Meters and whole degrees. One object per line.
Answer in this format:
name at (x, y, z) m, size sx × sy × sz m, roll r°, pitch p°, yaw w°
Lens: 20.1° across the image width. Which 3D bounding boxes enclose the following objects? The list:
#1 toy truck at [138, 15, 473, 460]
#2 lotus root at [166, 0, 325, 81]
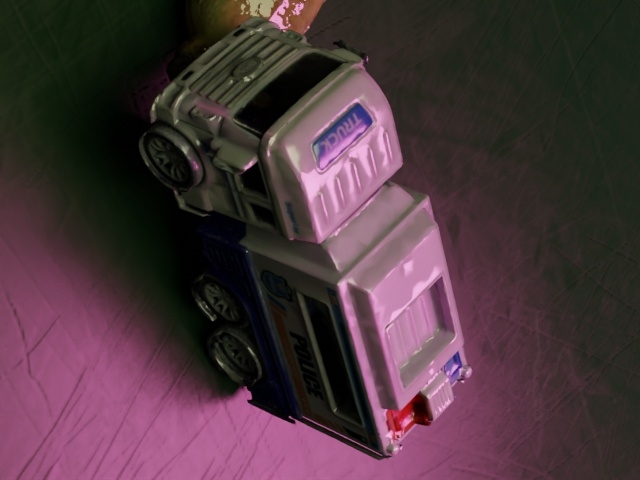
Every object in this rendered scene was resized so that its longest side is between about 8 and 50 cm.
toy truck at (0.000, 0.000, 1.151) m, size 0.124 × 0.155 × 0.268 m, roll -44°, pitch 138°, yaw -29°
lotus root at (-0.038, -0.174, 1.199) m, size 0.090 × 0.077 × 0.183 m, roll 41°, pitch 68°, yaw -33°
